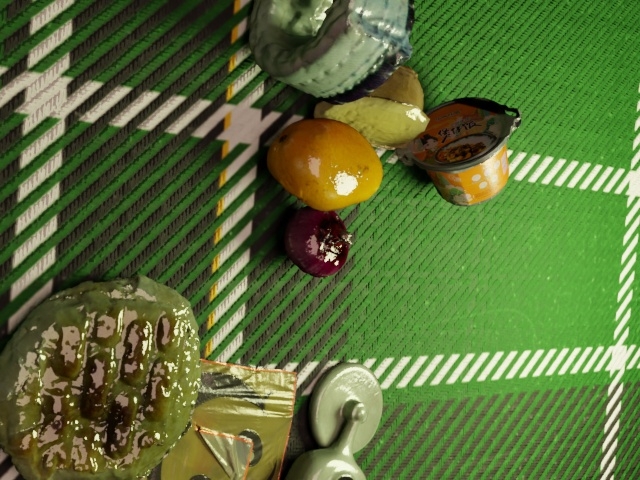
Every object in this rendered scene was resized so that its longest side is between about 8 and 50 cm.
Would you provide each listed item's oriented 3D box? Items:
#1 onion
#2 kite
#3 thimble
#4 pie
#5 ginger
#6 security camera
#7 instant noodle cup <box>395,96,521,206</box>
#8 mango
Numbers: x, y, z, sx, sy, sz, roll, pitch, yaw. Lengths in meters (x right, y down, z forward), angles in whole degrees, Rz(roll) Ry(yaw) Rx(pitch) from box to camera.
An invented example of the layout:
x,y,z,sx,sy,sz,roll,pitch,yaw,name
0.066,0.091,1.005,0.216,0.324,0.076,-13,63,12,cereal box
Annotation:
x,y,z,sx,sy,sz,roll,pitch,yaw,name
0.000,0.000,1.354,0.115,0.104,0.115,14,74,-54,onion
-0.155,0.333,1.326,0.377,0.013,0.327,-42,119,-28,kite
0.017,-0.310,1.250,0.150,0.237,0.237,13,87,-40,thimble
-0.282,0.192,1.166,0.306,0.071,0.306,-3,95,-33,pie
0.078,-0.228,1.409,0.193,0.115,0.123,6,70,-31,ginger
0.030,0.345,1.437,0.157,0.080,0.301,32,73,-36,security camera
0.245,-0.140,1.505,0.125,0.208,0.178,62,32,-42,instant noodle cup
0.021,-0.115,1.348,0.217,0.102,0.141,11,48,-46,mango
